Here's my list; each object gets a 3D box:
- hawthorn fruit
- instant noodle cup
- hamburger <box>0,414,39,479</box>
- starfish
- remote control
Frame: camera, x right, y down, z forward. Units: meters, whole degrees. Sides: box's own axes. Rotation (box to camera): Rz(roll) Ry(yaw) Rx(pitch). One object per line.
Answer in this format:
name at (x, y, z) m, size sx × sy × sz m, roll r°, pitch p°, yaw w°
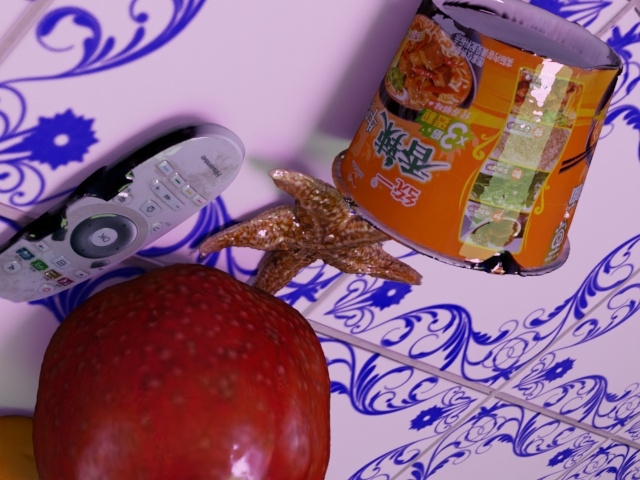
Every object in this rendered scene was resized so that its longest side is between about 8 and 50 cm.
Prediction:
hawthorn fruit at (-0.110, 0.190, 0.867) m, size 0.285 × 0.369 × 0.285 m, roll -9°, pitch 123°, yaw -14°
instant noodle cup at (0.144, -0.104, 0.836) m, size 0.230 × 0.230 × 0.182 m, roll -1°, pitch 124°, yaw -35°
hamburger at (-0.313, 0.308, 0.966) m, size 0.246 × 0.246 × 0.170 m, roll 15°, pitch 126°, yaw -45°
starfish at (0.000, 0.000, 0.942) m, size 0.277 × 0.062 × 0.236 m, roll -23°, pitch 144°, yaw 31°
remote control at (-0.179, -0.025, 0.829) m, size 0.256 × 0.045 × 0.097 m, roll -31°, pitch 143°, yaw 5°
